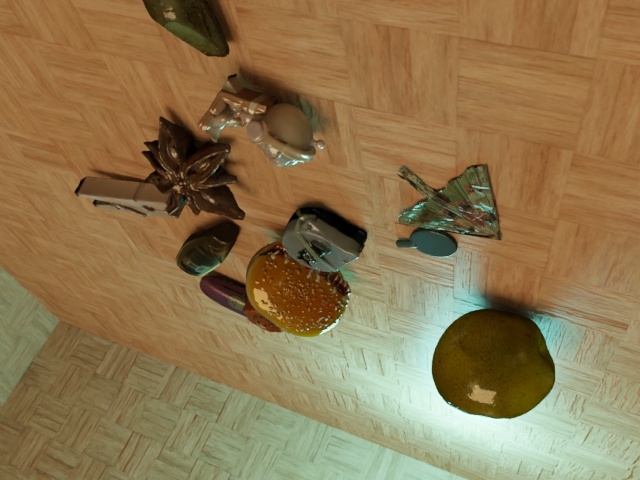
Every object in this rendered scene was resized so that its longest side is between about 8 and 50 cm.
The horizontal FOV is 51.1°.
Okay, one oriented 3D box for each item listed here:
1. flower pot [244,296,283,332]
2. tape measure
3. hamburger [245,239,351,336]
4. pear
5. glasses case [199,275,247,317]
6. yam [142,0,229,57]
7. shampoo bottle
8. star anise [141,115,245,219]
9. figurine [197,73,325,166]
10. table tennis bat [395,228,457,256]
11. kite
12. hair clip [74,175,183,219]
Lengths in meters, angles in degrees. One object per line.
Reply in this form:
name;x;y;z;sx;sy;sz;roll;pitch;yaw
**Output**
flower pot;-0.133;0.171;1.990;0.190;0.173;0.191;19;151;11
tape measure;-0.002;0.002;1.646;0.182;0.107;0.181;28;147;-9
hamburger;-0.065;0.129;1.804;0.295;0.227;0.151;36;175;-25
pear;0.417;0.307;1.639;0.294;0.294;0.294;21;153;11
glasses case;-0.265;0.205;2.270;0.316;0.076;0.123;24;153;5
yam;-0.246;-0.409;1.140;0.106;0.106;0.259;11;148;27
shampoo bottle;-0.339;0.024;2.005;0.125;0.084;0.350;31;153;-15
star anise;-0.319;-0.163;1.635;0.292;0.109;0.350;22;143;25
figurine;-0.109;-0.215;1.308;0.236;0.162;0.141;27;111;-3
table tennis bat;0.241;0.006;1.533;0.155;0.019;0.100;-3;141;42
kite;0.269;-0.072;1.374;0.267;0.013;0.323;31;151;-11
hair clip;-0.547;-0.122;1.927;0.330;0.085;0.101;10;151;26
